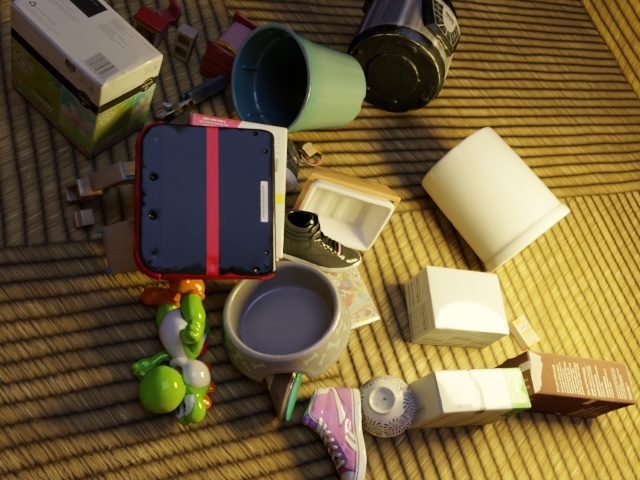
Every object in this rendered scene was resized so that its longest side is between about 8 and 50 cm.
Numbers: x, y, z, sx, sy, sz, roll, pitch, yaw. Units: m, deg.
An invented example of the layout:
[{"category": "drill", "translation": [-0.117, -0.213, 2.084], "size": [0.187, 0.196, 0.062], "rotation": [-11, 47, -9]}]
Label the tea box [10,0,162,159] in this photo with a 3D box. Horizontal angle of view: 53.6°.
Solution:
[{"category": "tea box", "translation": [-0.652, -0.468, 1.748], "size": [0.329, 0.323, 0.220], "rotation": [43, 53, 4]}]

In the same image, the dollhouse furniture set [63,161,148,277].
[{"category": "dollhouse furniture set", "translation": [-0.491, -0.039, 1.688], "size": [0.198, 0.286, 0.303], "rotation": [-11, 89, -53]}]

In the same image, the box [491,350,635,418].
[{"category": "box", "translation": [0.742, 0.446, 1.943], "size": [0.382, 0.191, 0.143], "rotation": [11, 58, -18]}]

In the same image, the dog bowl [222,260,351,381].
[{"category": "dog bowl", "translation": [-0.096, 0.202, 1.664], "size": [0.349, 0.102, 0.348], "rotation": [-3, 50, 4]}]

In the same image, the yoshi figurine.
[{"category": "yoshi figurine", "translation": [-0.368, 0.269, 1.554], "size": [0.203, 0.203, 0.362], "rotation": [-7, 67, -10]}]

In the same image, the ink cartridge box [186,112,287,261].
[{"category": "ink cartridge box", "translation": [-0.253, -0.132, 1.780], "size": [0.279, 0.160, 0.384], "rotation": [7, 77, -21]}]

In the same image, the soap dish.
[{"category": "soap dish", "translation": [0.063, -0.099, 1.935], "size": [0.291, 0.229, 0.118], "rotation": [14, 41, -17]}]

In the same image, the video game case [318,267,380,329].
[{"category": "video game case", "translation": [0.043, 0.174, 1.882], "size": [0.227, 0.026, 0.206], "rotation": [-13, 69, -30]}]

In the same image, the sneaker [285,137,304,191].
[{"category": "sneaker", "translation": [-0.177, -0.272, 1.996], "size": [0.269, 0.101, 0.153], "rotation": [31, 52, -11]}]

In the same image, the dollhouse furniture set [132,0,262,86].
[{"category": "dollhouse furniture set", "translation": [-0.404, -0.698, 2.098], "size": [0.374, 0.152, 0.201], "rotation": [30, 54, -6]}]

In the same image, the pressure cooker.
[{"category": "pressure cooker", "translation": [0.306, -0.727, 2.309], "size": [0.376, 0.369, 0.420], "rotation": [18, 54, 6]}]

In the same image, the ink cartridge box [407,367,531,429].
[{"category": "ink cartridge box", "translation": [0.398, 0.443, 1.775], "size": [0.289, 0.211, 0.121], "rotation": [4, 62, -23]}]

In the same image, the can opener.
[{"category": "can opener", "translation": [-0.406, -0.438, 2.013], "size": [0.280, 0.074, 0.093], "rotation": [-46, 121, -34]}]

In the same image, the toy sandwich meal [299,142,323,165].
[{"category": "toy sandwich meal", "translation": [-0.029, -0.289, 2.111], "size": [0.086, 0.029, 0.085], "rotation": [11, 58, -19]}]

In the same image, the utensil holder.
[{"category": "utensil holder", "translation": [0.574, -0.137, 2.126], "size": [0.328, 0.327, 0.385], "rotation": [-30, 74, -34]}]

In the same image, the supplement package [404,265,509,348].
[{"category": "supplement package", "translation": [0.417, 0.209, 1.959], "size": [0.262, 0.145, 0.204], "rotation": [8, 60, -21]}]

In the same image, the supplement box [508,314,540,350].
[{"category": "supplement box", "translation": [0.668, 0.304, 2.085], "size": [0.062, 0.036, 0.098], "rotation": [-22, 73, -33]}]

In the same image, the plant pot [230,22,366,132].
[{"category": "plant pot", "translation": [-0.052, -0.494, 2.028], "size": [0.334, 0.341, 0.341], "rotation": [-10, 65, -49]}]

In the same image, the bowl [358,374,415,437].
[{"category": "bowl", "translation": [0.170, 0.437, 1.710], "size": [0.170, 0.080, 0.170], "rotation": [-5, 62, 9]}]

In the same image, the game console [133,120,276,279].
[{"category": "game console", "translation": [-0.279, -0.097, 1.554], "size": [0.342, 0.060, 0.386], "rotation": [1, 82, -19]}]

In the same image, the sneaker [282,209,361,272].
[{"category": "sneaker", "translation": [0.000, 0.000, 1.872], "size": [0.296, 0.147, 0.104], "rotation": [14, 43, -13]}]

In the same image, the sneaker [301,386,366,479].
[{"category": "sneaker", "translation": [0.026, 0.516, 1.642], "size": [0.161, 0.102, 0.282], "rotation": [8, 49, -16]}]

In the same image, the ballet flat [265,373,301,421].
[{"category": "ballet flat", "translation": [-0.085, 0.313, 1.699], "size": [0.124, 0.116, 0.342], "rotation": [17, 60, 10]}]
